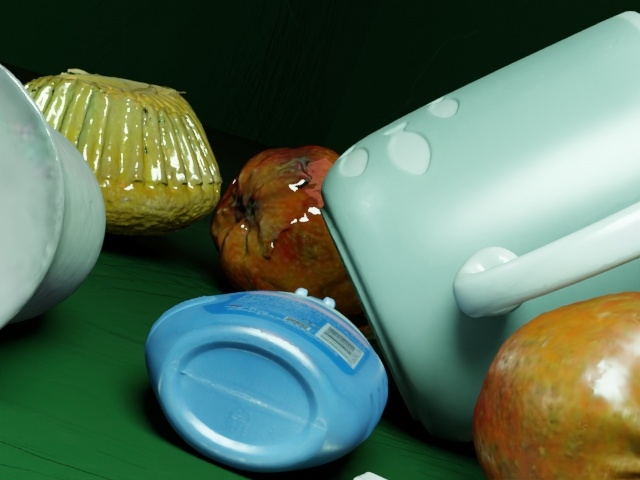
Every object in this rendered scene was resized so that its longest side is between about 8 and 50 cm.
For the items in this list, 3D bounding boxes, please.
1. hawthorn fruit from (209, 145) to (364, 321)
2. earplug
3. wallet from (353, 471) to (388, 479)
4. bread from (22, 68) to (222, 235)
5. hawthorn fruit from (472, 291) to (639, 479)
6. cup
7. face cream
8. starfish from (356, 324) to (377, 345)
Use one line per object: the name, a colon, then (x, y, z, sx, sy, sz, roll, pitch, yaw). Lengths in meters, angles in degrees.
hawthorn fruit: (-0.009, -0.005, 1.550, 0.179, 0.173, 0.173, 27, 5, -6)
earplug: (-0.202, -0.017, 1.003, 0.172, 0.172, 0.301, 22, 0, 6)
wallet: (0.059, 0.160, 0.987, 0.083, 0.011, 0.044, 22, 5, 14)
bread: (-0.200, -0.078, 1.534, 0.240, 0.139, 0.240, 11, 7, -1)
hawthorn fruit: (0.182, 0.118, 1.025, 0.189, 0.189, 0.189, 21, 6, -2)
cup: (0.159, 0.005, 1.202, 0.356, 0.274, 0.259, -95, 161, -87)
face cream: (-0.029, 0.079, 1.053, 0.149, 0.083, 0.264, 23, 6, 5)
starfish: (0.187, 0.107, 1.459, 0.358, 0.078, 0.347, 13, 5, -4)
